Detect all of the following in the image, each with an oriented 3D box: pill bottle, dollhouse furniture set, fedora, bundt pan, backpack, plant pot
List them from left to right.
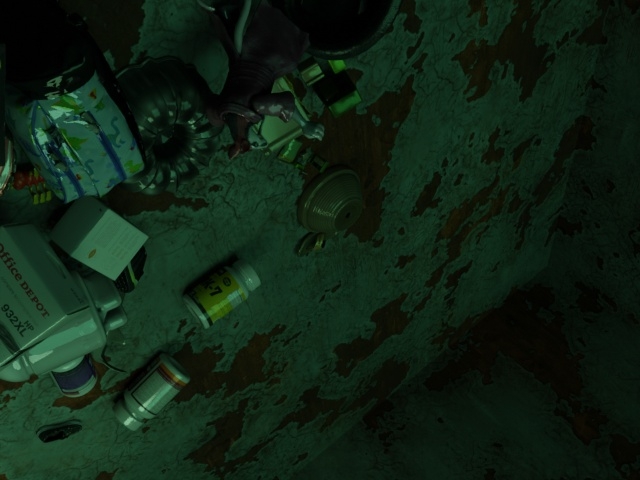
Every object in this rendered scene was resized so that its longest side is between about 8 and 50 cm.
[{"bbox_3d":[-0.648,0.309,1.920,0.108,0.108,0.193,-32,145,-24],"label":"pill bottle"},{"bbox_3d":[-0.465,-0.238,1.380,0.273,0.290,0.355,-47,150,-5],"label":"backpack"},{"bbox_3d":[-0.506,0.452,2.232,0.221,0.121,0.121,-45,148,-4],"label":"pill bottle"},{"bbox_3d":[-0.353,-0.235,1.674,0.331,0.124,0.331,-31,145,-25],"label":"bundt pan"},{"bbox_3d":[-0.284,0.150,2.173,0.208,0.119,0.119,-37,147,-18],"label":"pill bottle"},{"bbox_3d":[-0.075,-0.381,1.905,0.301,0.151,0.197,-31,127,4],"label":"dollhouse furniture set"},{"bbox_3d":[-0.048,-0.231,2.103,0.152,0.058,0.076,14,113,-55],"label":"dollhouse furniture set"},{"bbox_3d":[0.050,-0.106,2.309,0.237,0.110,0.237,-30,144,-25],"label":"plant pot"},{"bbox_3d":[0.051,-0.585,1.705,0.334,0.334,0.152,-65,175,26],"label":"fedora"}]

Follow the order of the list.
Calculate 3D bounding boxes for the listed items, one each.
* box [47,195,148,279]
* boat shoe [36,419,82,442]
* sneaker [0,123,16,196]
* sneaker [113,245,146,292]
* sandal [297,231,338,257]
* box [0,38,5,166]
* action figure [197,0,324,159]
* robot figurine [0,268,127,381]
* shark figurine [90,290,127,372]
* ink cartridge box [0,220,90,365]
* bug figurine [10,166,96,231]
[{"bbox_3d":[-0.489,-0.009,1.659,0.130,0.091,0.170,-53,152,-7],"label":"box"},{"bbox_3d":[-0.738,0.549,2.133,0.142,0.040,0.049,2,123,-51],"label":"boat shoe"},{"bbox_3d":[-0.688,-0.104,1.422,0.136,0.116,0.314,10,117,-52],"label":"sneaker"},{"bbox_3d":[-0.484,0.025,1.865,0.097,0.084,0.234,-52,159,-45],"label":"sneaker"},{"bbox_3d":[0.000,0.000,2.417,0.180,0.049,0.072,-31,144,-26],"label":"sandal"},{"bbox_3d":[-0.592,-0.272,1.208,0.060,0.270,0.216,-18,138,-41],"label":"box"},{"bbox_3d":[-0.138,-0.339,1.561,0.275,0.248,0.370,56,36,-54],"label":"action figure"},{"bbox_3d":[-0.630,0.193,1.709,0.353,0.200,0.300,-24,137,-19],"label":"robot figurine"},{"bbox_3d":[-0.548,0.256,1.940,0.166,0.116,0.278,-43,152,-59],"label":"shark figurine"},{"bbox_3d":[-0.667,0.138,1.513,0.307,0.223,0.129,-35,-179,6],"label":"ink cartridge box"},{"bbox_3d":[-0.589,-0.062,1.626,0.216,0.072,0.279,-19,134,-47],"label":"bug figurine"}]
